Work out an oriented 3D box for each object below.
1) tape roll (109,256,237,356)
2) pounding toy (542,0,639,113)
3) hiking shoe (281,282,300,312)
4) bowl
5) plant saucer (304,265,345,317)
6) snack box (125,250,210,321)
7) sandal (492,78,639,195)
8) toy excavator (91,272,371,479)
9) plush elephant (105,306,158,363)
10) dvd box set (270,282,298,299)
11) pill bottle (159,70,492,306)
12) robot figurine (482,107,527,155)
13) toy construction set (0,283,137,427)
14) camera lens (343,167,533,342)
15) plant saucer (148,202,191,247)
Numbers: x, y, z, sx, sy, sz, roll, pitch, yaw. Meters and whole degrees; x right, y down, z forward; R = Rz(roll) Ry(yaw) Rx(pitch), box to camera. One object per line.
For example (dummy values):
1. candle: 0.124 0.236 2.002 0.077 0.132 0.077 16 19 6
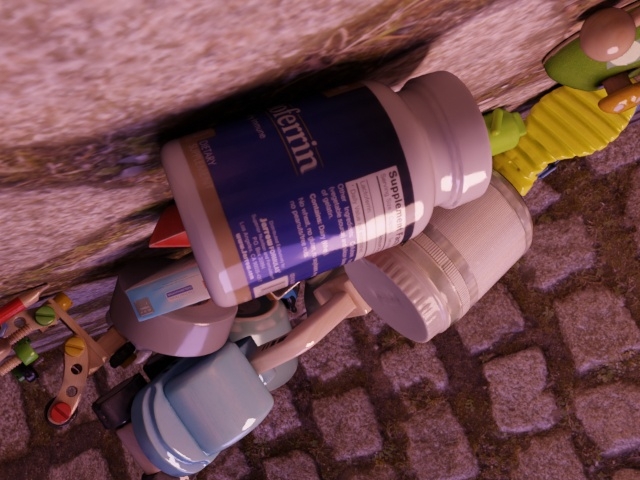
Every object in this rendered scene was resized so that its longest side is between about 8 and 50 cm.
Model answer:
1. tape roll: -0.262 0.115 1.102 0.219 0.219 0.072 -15 131 -57
2. pounding toy: 0.369 -0.203 0.697 0.183 0.110 0.237 -21 177 10
3. hiking shoe: -0.173 0.112 1.579 0.304 0.132 0.113 10 169 -33
4. bowl: -0.197 0.204 1.437 0.311 0.163 0.311 7 -156 -3
5. plant saucer: 0.051 0.045 1.660 0.400 0.100 0.400 -53 -165 21
6. snack box: -0.168 0.032 1.058 0.187 0.060 0.322 -19 -171 21
7. sandal: 0.398 -0.182 1.043 0.138 0.126 0.317 -37 180 -42
8. toy excavator: -0.137 0.252 1.183 0.445 0.222 0.433 -27 -172 32
9. plush elephant: -0.442 0.246 1.715 0.255 0.272 0.330 -35 157 -39
10. dvd box set: 0.000 0.000 1.228 0.307 0.062 0.420 -41 180 -8
11. pill bottle: 0.007 -0.054 0.545 0.264 0.153 0.153 -20 176 -11
12. robot figurine: 0.270 -0.169 0.978 0.115 0.067 0.101 -20 175 -11
13. toy construction set: -0.473 0.168 1.128 0.237 0.257 0.309 -38 161 -24
14. camera lens: 0.202 0.009 1.032 0.274 0.219 0.219 -41 -178 -16
15. plant saucer: -0.080 -0.057 0.849 0.258 0.048 0.259 -21 177 9
